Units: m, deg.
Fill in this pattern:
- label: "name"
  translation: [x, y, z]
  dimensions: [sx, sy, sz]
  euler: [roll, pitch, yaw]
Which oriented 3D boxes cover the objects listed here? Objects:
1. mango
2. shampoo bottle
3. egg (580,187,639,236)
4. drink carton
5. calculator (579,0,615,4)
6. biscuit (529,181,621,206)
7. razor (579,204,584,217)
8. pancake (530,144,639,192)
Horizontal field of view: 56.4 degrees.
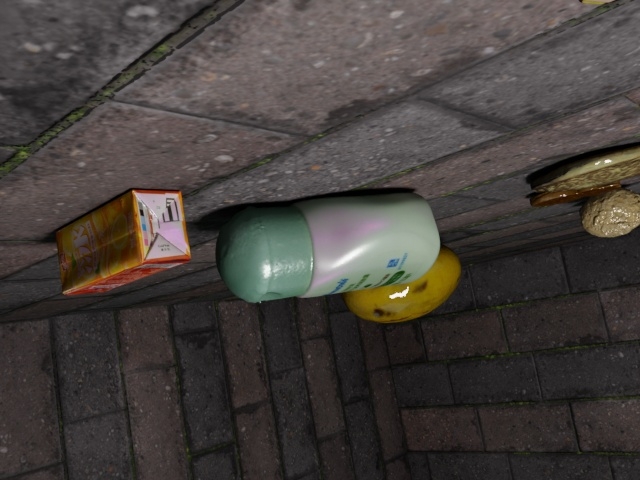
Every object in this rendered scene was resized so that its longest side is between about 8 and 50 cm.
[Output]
- label: "mango"
  translation: [0.240, 0.109, 1.683]
  dimensions: [0.301, 0.220, 0.445]
  euler: [-18, 172, 32]
- label: "shampoo bottle"
  translation: [0.005, 0.011, 0.957]
  dimensions: [0.350, 0.151, 0.222]
  euler: [-5, 163, -26]
- label: "egg"
  translation: [0.659, -0.062, 1.345]
  dimensions: [0.116, 0.118, 0.140]
  euler: [21, 144, -40]
- label: "drink carton"
  translation: [-0.270, 0.006, 0.795]
  dimensions: [0.223, 0.096, 0.071]
  euler: [-18, 168, 42]
- label: "calculator"
  translation: [0.218, -0.180, 0.327]
  dimensions: [0.237, 0.033, 0.157]
  euler: [-7, 171, -32]
- label: "biscuit"
  translation: [0.522, -0.101, 1.230]
  dimensions: [0.175, 0.026, 0.124]
  euler: [-14, 172, 30]
- label: "razor"
  translation: [0.731, -0.081, 1.510]
  dimensions: [0.148, 0.054, 0.090]
  euler: [-5, 170, -25]
- label: "pancake"
  translation: [0.486, -0.121, 1.032]
  dimensions: [0.250, 0.031, 0.250]
  euler: [-10, 172, -1]
